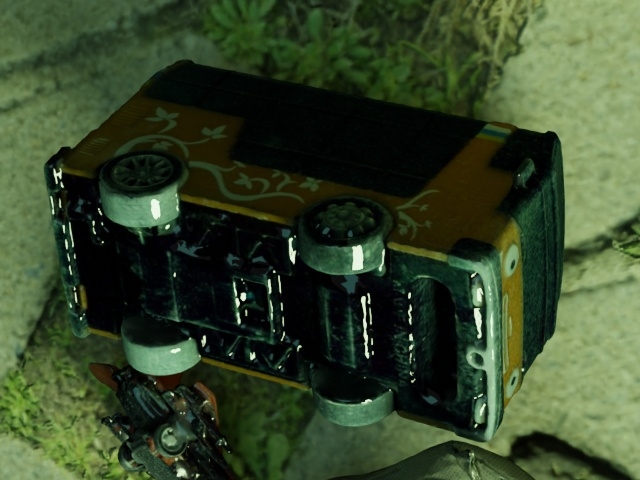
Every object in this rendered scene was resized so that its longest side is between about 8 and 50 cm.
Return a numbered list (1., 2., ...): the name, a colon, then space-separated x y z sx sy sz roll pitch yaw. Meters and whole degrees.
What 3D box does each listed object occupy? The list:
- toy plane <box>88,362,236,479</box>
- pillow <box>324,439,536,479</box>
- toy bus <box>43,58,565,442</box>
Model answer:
1. toy plane: -0.082 0.151 1.260 0.130 0.061 0.189 -27 91 52
2. pillow: 0.064 0.183 1.149 0.169 0.059 0.255 45 144 -15
3. toy bus: 0.000 0.000 1.122 0.275 0.167 0.138 14 128 25
